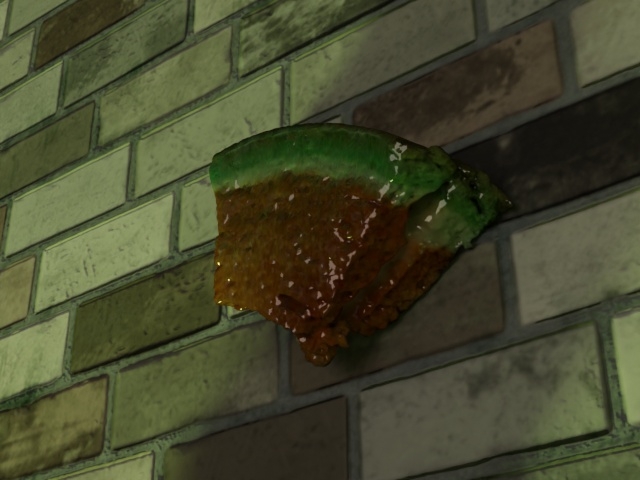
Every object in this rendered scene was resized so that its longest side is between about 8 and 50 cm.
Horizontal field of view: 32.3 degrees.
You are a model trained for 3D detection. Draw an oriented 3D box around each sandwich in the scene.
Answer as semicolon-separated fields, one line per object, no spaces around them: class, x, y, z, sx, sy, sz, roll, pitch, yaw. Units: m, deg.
sandwich;-0.003;-0.011;0.986;0.292;0.109;0.212;27;85;46
